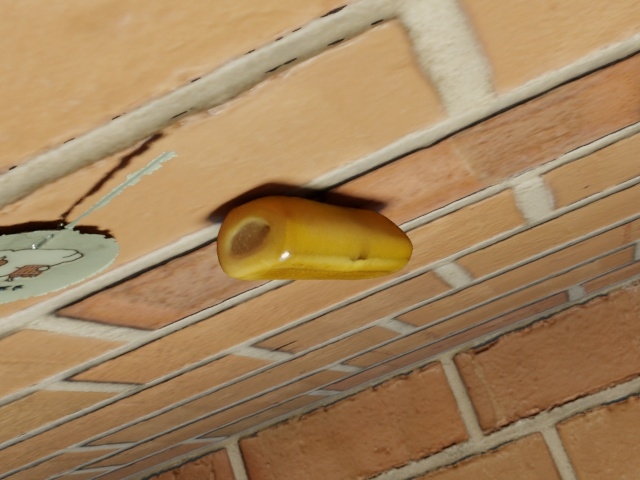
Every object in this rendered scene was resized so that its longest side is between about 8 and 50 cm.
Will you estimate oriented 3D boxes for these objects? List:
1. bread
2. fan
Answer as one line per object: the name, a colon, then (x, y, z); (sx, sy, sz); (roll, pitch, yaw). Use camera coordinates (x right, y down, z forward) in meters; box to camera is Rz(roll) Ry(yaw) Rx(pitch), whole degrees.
bread: (0.000, 0.000, 0.888); (0.093, 0.074, 0.239); (-21, 166, 30)
fan: (-0.215, -0.002, 0.731); (0.191, 0.009, 0.329); (-1, 158, -47)
